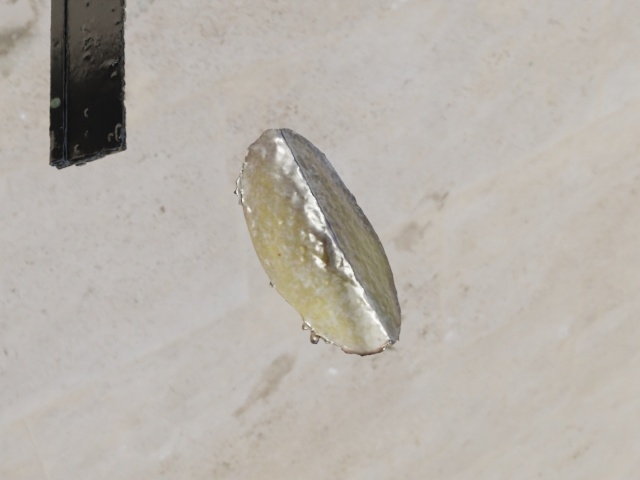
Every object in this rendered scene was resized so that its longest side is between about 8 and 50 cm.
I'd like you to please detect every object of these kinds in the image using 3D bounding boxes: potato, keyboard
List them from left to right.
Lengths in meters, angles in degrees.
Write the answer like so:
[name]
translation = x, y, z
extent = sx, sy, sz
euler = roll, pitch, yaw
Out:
[keyboard]
translation = -0.159, -0.142, 0.715
extent = 0.060, 0.196, 0.018
euler = -12, 159, 19
[potato]
translation = 0.000, 0.001, 0.405
extent = 0.037, 0.093, 0.036
euler = -27, -178, 31
